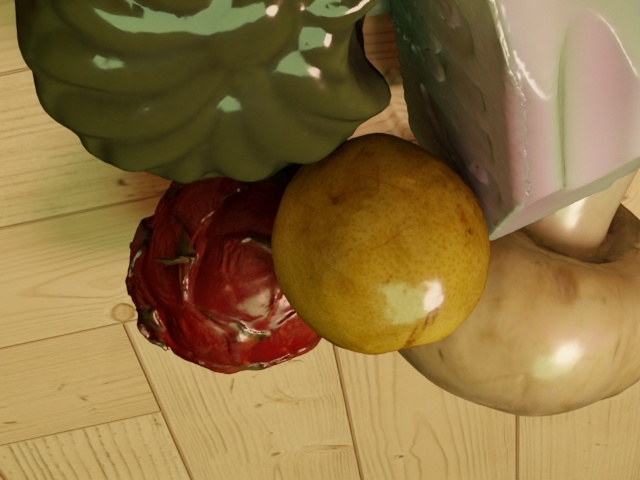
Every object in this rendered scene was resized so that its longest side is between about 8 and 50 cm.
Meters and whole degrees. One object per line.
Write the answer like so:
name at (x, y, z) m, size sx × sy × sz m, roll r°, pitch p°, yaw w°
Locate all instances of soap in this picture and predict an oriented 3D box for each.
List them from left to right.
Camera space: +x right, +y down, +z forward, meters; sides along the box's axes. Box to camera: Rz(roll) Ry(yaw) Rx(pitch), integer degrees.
soap at (0.173, -0.184, 1.364) m, size 0.156 × 0.261 × 0.446 m, roll -26°, pitch 147°, yaw -8°

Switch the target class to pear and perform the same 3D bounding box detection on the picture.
pear at (0.052, 0.001, 1.441) m, size 0.209 × 0.209 × 0.209 m, roll -9°, pitch 147°, yaw -6°

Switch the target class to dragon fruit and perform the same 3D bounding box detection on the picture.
dragon fruit at (-0.068, 0.008, 1.626) m, size 0.299 × 0.244 × 0.244 m, roll -30°, pitch 145°, yaw 4°

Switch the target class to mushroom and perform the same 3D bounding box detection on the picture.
mushroom at (0.243, 0.041, 1.680) m, size 0.353 × 0.325 × 0.353 m, roll -1°, pitch 148°, yaw 0°

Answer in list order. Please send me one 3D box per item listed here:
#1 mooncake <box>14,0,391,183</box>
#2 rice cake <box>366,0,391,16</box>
mooncake at (-0.093, -0.205, 1.313) m, size 0.351 × 0.187 × 0.351 m, roll -6°, pitch 143°, yaw -4°
rice cake at (0.006, -0.227, 1.475) m, size 0.180 × 0.030 × 0.042 m, roll -10°, pitch 147°, yaw -3°
